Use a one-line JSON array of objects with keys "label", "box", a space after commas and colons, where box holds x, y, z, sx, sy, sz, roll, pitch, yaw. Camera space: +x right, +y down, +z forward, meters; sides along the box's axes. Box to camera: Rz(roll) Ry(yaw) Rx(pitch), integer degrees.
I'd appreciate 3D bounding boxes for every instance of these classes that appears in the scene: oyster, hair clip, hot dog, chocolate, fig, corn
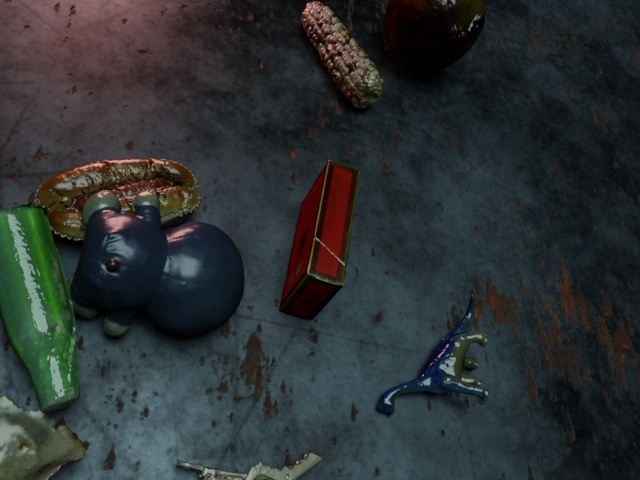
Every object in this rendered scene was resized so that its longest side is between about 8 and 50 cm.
[{"label": "oyster", "box": [-0.497, 0.314, 0.779, 0.396, 0.111, 0.204, -29, 61, -37]}, {"label": "hair clip", "box": [-0.099, 0.354, 0.957, 0.225, 0.034, 0.072, 4, 64, -23]}, {"label": "hot dog", "box": [-0.333, -0.072, 1.079, 0.267, 0.075, 0.144, -16, 72, -27]}, {"label": "chocolate", "box": [-0.406, 0.097, 0.922, 0.110, 0.110, 0.291, -14, 73, -29]}, {"label": "fig", "box": [0.259, -0.501, 1.476, 0.234, 0.235, 0.215, 14, 56, -15]}, {"label": "corn", "box": [0.046, -0.411, 1.433, 0.092, 0.092, 0.281, -19, 67, -30]}]

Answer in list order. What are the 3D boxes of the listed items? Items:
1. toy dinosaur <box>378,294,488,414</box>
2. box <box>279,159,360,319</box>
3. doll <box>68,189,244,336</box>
[{"label": "toy dinosaur", "box": [0.204, 0.202, 1.155, 0.188, 0.075, 0.248, 13, 63, -7]}, {"label": "box", "box": [-0.001, -0.001, 1.131, 0.074, 0.153, 0.240, 20, 56, -16]}, {"label": "doll", "box": [-0.243, 0.046, 0.999, 0.258, 0.154, 0.228, 16, 84, -31]}]
